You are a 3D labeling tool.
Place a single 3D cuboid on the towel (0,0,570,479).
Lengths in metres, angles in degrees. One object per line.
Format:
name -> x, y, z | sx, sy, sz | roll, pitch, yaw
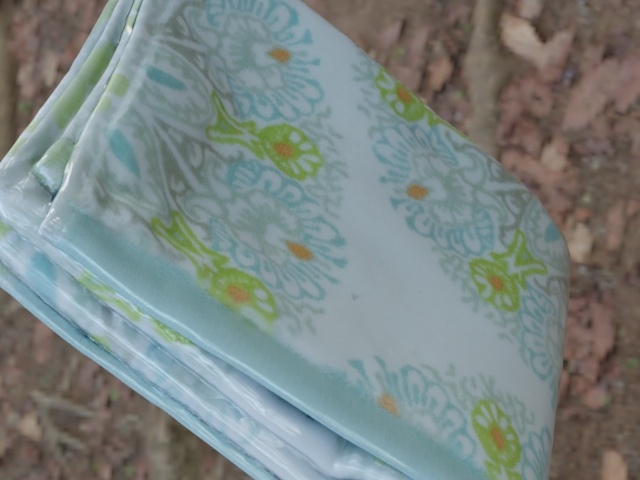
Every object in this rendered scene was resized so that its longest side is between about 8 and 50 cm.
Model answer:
towel -> 0.000, 0.000, 1.062 | 0.090, 0.374, 0.320 | -39, 20, 36
